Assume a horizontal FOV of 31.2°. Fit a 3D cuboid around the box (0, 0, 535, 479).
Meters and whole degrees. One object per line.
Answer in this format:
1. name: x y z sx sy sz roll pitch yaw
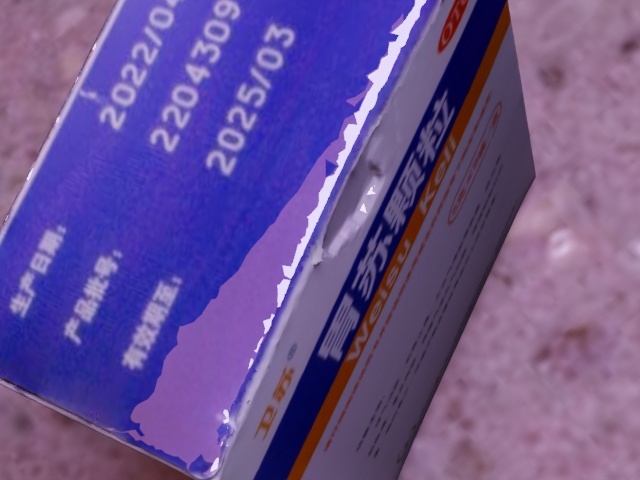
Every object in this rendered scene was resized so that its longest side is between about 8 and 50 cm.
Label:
1. box: 0.000 0.000 0.481 0.106 0.299 0.200 23 81 17
